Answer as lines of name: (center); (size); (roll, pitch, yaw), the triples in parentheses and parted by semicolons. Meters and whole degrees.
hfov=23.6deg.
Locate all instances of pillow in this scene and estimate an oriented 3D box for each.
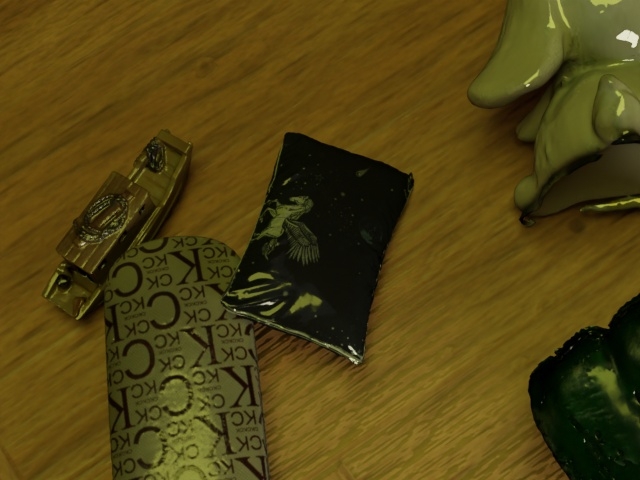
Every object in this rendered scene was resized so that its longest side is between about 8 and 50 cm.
pillow: (0.000, 0.000, 1.400); (0.141, 0.055, 0.208); (23, 58, -9)

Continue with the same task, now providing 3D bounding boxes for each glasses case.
glasses case: (-0.117, 0.162, 1.349); (0.137, 0.085, 0.355); (-6, 65, -1)

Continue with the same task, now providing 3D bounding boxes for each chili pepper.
chili pepper: (0.307, 0.160, 1.229); (0.233, 0.248, 0.257); (-36, 70, 21)

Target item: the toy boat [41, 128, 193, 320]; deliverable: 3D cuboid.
toy boat: (-0.188, -0.019, 1.440); (0.057, 0.077, 0.200); (30, 74, 19)

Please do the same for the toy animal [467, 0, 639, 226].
toy animal: (0.254, -0.160, 1.392); (0.249, 0.174, 0.289); (-26, 68, -5)
